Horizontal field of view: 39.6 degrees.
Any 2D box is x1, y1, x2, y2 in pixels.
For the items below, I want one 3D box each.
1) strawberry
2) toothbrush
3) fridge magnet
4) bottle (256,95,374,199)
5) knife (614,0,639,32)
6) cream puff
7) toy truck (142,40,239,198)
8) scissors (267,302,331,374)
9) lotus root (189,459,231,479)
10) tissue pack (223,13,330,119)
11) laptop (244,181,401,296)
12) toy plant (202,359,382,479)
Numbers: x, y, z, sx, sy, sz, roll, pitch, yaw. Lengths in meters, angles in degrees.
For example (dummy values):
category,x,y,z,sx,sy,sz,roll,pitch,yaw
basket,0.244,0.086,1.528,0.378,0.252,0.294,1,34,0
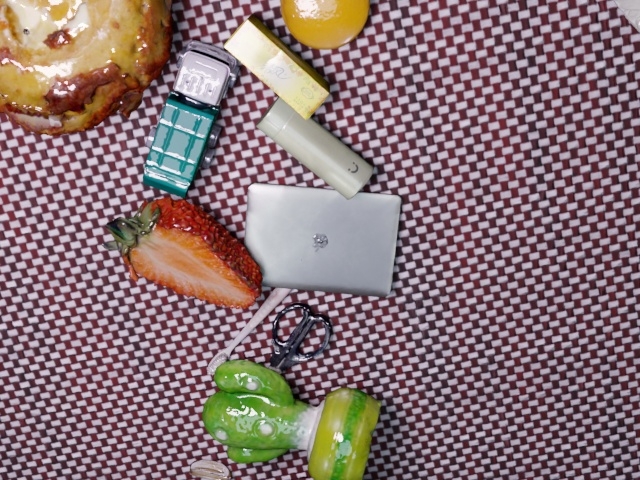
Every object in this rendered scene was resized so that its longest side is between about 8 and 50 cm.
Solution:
category,x,y,z,sx,sy,sz,roll,pitch,yaw
strawberry,-0.227,0.013,1.538,0.286,0.106,0.188,29,137,-14
toothbrush,-0.111,0.139,1.625,0.025,0.029,0.307,39,106,-8
fridge magnet,0.008,-0.376,1.417,0.143,0.063,0.143,0,111,0
bottle,-0.009,-0.156,1.493,0.201,0.072,0.072,37,107,-12
knife,0.555,-0.328,1.448,0.047,0.017,0.298,-43,100,13
cream puff,-0.399,-0.322,1.358,0.351,0.229,0.350,0,88,-8
toy truck,-0.218,-0.192,1.461,0.114,0.124,0.253,20,111,-8
scissors,-0.088,0.246,1.669,0.109,0.022,0.300,32,108,-6
lotus root,-0.214,0.450,1.741,0.083,0.030,0.037,14,141,-1
tissue pack,-0.066,-0.282,1.436,0.176,0.095,0.062,40,105,-12
laptop,0.000,0.000,1.568,0.269,0.015,0.187,5,102,-1
toy plant,-0.060,0.338,1.629,0.316,0.184,0.224,16,121,3
